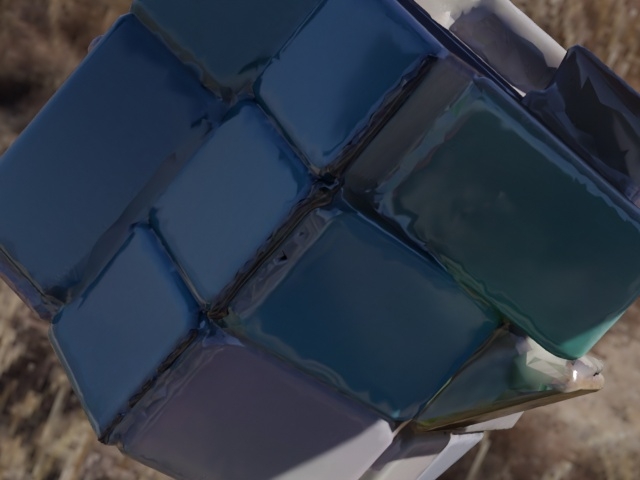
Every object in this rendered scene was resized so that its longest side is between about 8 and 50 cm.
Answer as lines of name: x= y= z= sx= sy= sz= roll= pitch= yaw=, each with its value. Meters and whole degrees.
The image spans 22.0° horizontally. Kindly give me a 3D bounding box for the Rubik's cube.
Rubik's cube: x=0.000 y=0.000 z=0.998 sx=0.358 sy=0.387 sz=0.368 roll=47 pitch=11 yaw=19
